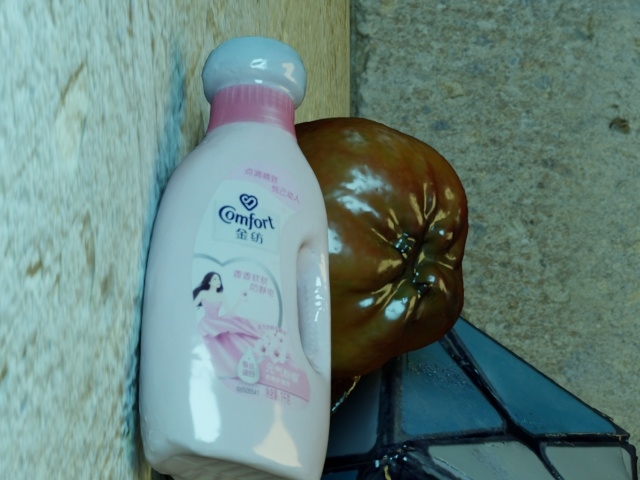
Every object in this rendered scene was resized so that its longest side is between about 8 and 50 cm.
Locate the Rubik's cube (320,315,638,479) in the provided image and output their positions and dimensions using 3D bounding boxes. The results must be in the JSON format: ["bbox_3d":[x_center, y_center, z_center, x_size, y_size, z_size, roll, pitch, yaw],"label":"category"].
[{"bbox_3d":[0.100,0.277,1.557,0.310,0.305,0.307,-49,-168,25],"label":"Rubik's cube"}]

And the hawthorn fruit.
[{"bbox_3d":[0.000,0.000,1.404,0.261,0.224,0.224,18,-68,50],"label":"hawthorn fruit"}]

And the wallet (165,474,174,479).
[{"bbox_3d":[-0.088,0.133,1.332,0.245,0.052,0.168,84,12,-75],"label":"wallet"}]

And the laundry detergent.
[{"bbox_3d":[-0.053,0.011,1.199,0.159,0.088,0.335,25,56,-38],"label":"laundry detergent"}]

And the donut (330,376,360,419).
[{"bbox_3d":[-0.026,0.133,1.521,0.166,0.073,0.184,-54,-172,-27],"label":"donut"}]
